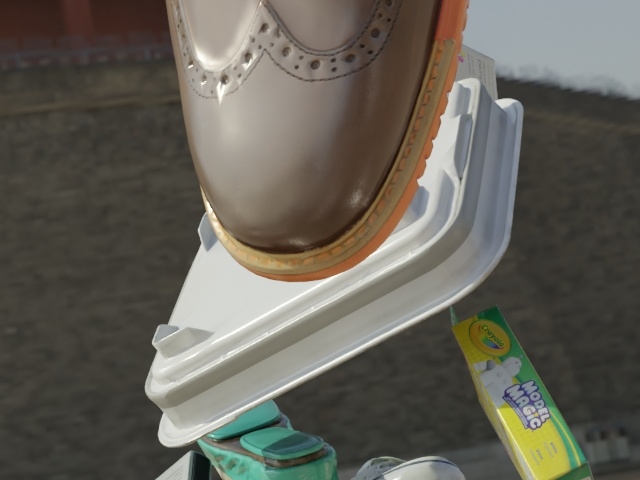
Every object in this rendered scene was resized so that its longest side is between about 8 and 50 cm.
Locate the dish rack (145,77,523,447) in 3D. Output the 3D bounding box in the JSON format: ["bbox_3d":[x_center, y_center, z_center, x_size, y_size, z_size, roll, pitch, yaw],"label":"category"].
[{"bbox_3d":[0.000,0.000,1.235,0.333,0.072,0.285,-29,23,26],"label":"dish rack"}]

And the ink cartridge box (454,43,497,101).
[{"bbox_3d":[0.080,-0.118,1.484,0.093,0.154,0.212,-16,-21,37],"label":"ink cartridge box"}]

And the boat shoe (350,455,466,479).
[{"bbox_3d":[0.054,0.230,1.414,0.083,0.076,0.226,22,-38,-22],"label":"boat shoe"}]

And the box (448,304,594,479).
[{"bbox_3d":[0.147,0.129,1.147,0.043,0.179,0.105,-27,-42,-2],"label":"box"}]

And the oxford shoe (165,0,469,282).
[{"bbox_3d":[-0.025,-0.168,0.597,0.130,0.364,0.133,-7,-14,24],"label":"oxford shoe"}]

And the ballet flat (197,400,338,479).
[{"bbox_3d":[-0.051,0.192,1.347,0.083,0.087,0.247,-12,12,-20],"label":"ballet flat"}]

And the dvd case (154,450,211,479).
[{"bbox_3d":[-0.158,0.314,1.308,0.029,0.239,0.179,33,-56,-25],"label":"dvd case"}]
